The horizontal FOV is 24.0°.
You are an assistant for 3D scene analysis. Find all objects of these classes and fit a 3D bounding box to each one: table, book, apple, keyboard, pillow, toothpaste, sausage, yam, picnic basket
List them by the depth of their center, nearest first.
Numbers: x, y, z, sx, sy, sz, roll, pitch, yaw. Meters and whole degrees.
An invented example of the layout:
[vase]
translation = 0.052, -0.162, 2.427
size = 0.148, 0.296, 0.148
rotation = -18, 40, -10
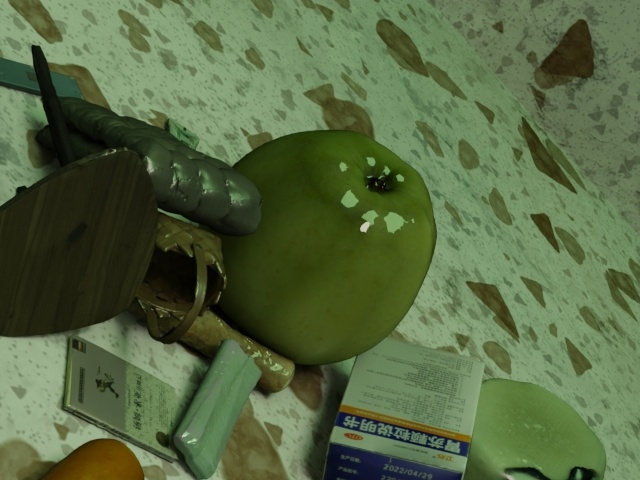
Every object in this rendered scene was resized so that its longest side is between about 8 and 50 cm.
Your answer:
[sausage]
translation = -0.289, 0.313, 1.710
size = 0.105, 0.105, 0.274
rotation = 51, 27, -1
[table]
translation = -0.398, -0.056, 1.887
size = 0.317, 0.317, 0.249
rotation = 12, 34, -50
[book]
translation = -0.259, 0.207, 1.972
size = 0.182, 0.014, 0.127
rotation = 33, 33, -31
[picnic basket]
translation = -0.196, 0.057, 2.010
size = 0.138, 0.128, 0.178
rotation = 23, 37, -26
[pillow]
translation = -0.242, -0.108, 2.135
size = 0.228, 0.101, 0.326
rotation = 19, 4, -39
[yam]
translation = -0.157, 0.134, 2.157
size = 0.300, 0.066, 0.066
rotation = 33, 33, -29
[keyboard]
translation = -0.427, -0.240, 2.256
size = 0.176, 0.014, 0.055
rotation = 11, 47, -51
[apple]
translation = 0.000, 0.000, 2.274
size = 0.357, 0.357, 0.357
rotation = 36, 31, -26
[toothpaste]
translation = -0.227, -0.125, 2.394
size = 0.064, 0.041, 0.218
rotation = 33, 29, -20

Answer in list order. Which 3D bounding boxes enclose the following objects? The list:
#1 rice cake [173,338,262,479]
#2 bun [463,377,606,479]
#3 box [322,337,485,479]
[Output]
[rice cake]
translation = -0.142, 0.223, 2.055
size = 0.080, 0.042, 0.221
rotation = 57, 33, -24
[bun]
translation = 0.315, 0.368, 2.469
size = 0.283, 0.179, 0.283
rotation = 15, 39, -13
[box]
translation = 0.129, 0.277, 2.267
size = 0.200, 0.106, 0.299
rotation = 13, 31, 6
